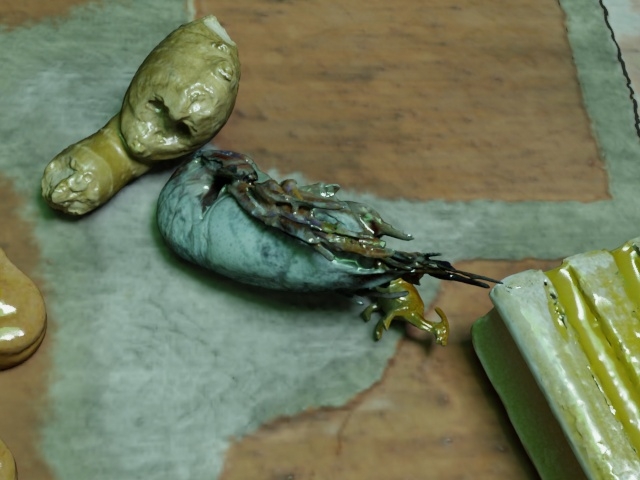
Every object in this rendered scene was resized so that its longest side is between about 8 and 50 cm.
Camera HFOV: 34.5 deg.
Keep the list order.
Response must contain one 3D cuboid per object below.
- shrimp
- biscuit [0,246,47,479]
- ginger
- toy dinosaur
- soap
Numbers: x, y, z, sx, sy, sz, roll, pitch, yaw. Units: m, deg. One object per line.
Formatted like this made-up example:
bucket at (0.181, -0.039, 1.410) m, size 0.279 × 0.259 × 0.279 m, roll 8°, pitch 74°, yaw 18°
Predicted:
shrimp at (0.000, 0.000, 0.622) m, size 0.233 × 0.090 × 0.079 m, roll 16°, pitch 69°, yaw 24°
biscuit at (-0.324, 0.066, 0.565) m, size 0.334 × 0.047 × 0.202 m, roll 8°, pitch 58°, yaw -3°
ginger at (-0.105, -0.076, 0.660) m, size 0.165 × 0.096 × 0.067 m, roll -52°, pitch 119°, yaw -21°
toy dinosaur at (0.039, 0.032, 0.655) m, size 0.041 × 0.026 × 0.113 m, roll -31°, pitch 53°, yaw -18°
soap at (0.221, 0.131, 0.583) m, size 0.174 × 0.089 × 0.274 m, roll -15°, pitch 63°, yaw -18°
